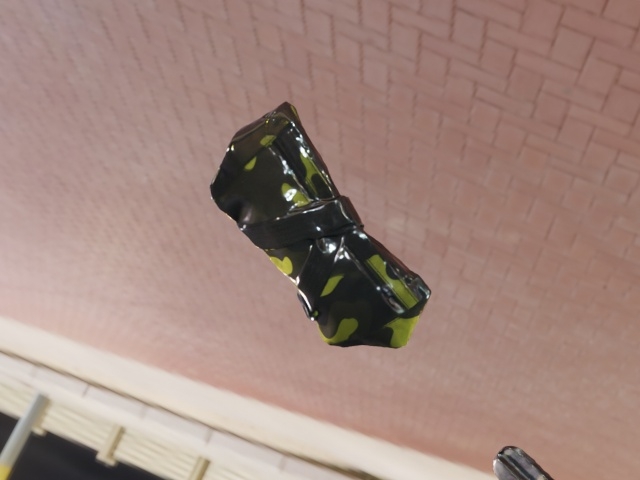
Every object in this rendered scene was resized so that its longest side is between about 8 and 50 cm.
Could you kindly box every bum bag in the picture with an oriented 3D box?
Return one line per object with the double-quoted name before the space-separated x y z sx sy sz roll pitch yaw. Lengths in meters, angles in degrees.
"bum bag" 0.000 0.000 0.936 0.232 0.106 0.060 54 -166 -4

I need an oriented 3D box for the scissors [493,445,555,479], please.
"scissors" 0.191 0.208 0.482 0.317 0.024 0.160 46 134 23
